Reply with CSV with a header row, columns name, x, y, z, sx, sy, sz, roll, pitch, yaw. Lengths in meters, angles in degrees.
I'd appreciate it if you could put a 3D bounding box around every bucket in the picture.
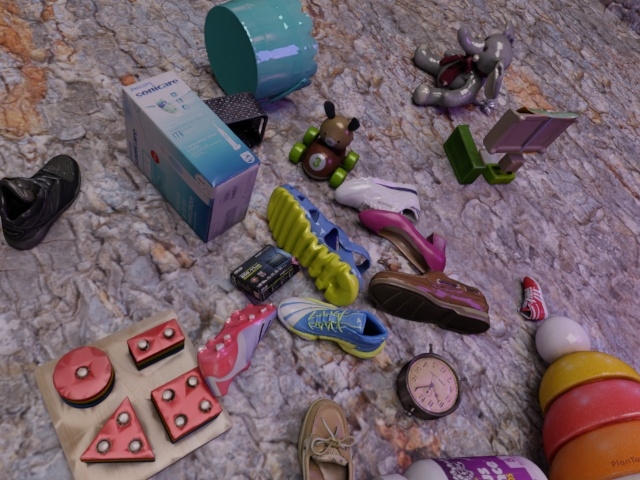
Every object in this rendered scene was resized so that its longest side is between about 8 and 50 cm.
name,x,y,z,sx,sy,sz,roll,pitch,yaw
bucket,-0.161,-0.498,1.224,0.183,0.281,0.281,-30,73,-30

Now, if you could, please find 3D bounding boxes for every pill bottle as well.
name,x,y,z,sx,sy,sz,roll,pitch,yaw
pill bottle,0.244,0.474,0.826,0.301,0.169,0.169,5,59,-17

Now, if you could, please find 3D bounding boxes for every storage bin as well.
name,x,y,z,sx,sy,sz,roll,pitch,yaw
storage bin,-0.232,-0.279,1.150,0.180,0.122,0.084,-22,69,-28

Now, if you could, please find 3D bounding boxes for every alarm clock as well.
name,x,y,z,sx,sy,sz,roll,pitch,yaw
alarm clock,0.214,0.317,0.975,0.129,0.064,0.192,45,54,10

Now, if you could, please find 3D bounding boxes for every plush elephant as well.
name,x,y,z,sx,sy,sz,roll,pitch,yaw
plush elephant,0.476,-0.552,1.474,0.330,0.255,0.272,21,56,-6

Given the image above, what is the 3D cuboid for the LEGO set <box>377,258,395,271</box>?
name,x,y,z,sx,sy,sz,roll,pitch,yaw
LEGO set,0.163,0.081,1.130,0.054,0.023,0.083,11,44,-15

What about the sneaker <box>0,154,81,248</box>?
name,x,y,z,sx,sy,sz,roll,pitch,yaw
sneaker,-0.553,-0.105,0.934,0.087,0.130,0.227,22,53,-7

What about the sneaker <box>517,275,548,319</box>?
name,x,y,z,sx,sy,sz,roll,pitch,yaw
sneaker,0.531,0.147,1.199,0.067,0.042,0.118,-1,62,-23

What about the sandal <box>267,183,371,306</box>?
name,x,y,z,sx,sy,sz,roll,pitch,yaw
sandal,0.000,0.000,1.073,0.138,0.126,0.317,-26,74,-44

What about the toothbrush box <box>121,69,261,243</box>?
name,x,y,z,sx,sy,sz,roll,pitch,yaw
toothbrush box,-0.284,-0.178,1.014,0.126,0.216,0.295,-35,76,-32

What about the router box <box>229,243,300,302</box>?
name,x,y,z,sx,sy,sz,roll,pitch,yaw
router box,-0.117,0.067,1.007,0.092,0.038,0.122,24,48,35

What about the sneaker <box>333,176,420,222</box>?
name,x,y,z,sx,sy,sz,roll,pitch,yaw
sneaker,0.148,-0.098,1.196,0.235,0.090,0.095,2,69,-16

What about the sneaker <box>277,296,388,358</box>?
name,x,y,z,sx,sy,sz,roll,pitch,yaw
sneaker,0.033,0.161,0.970,0.240,0.126,0.091,21,55,-6

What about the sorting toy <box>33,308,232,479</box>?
name,x,y,z,sx,sy,sz,roll,pitch,yaw
sorting toy,-0.319,0.267,0.809,0.255,0.089,0.257,-24,70,-29

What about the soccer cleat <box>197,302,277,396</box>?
name,x,y,z,sx,sy,sz,roll,pitch,yaw
soccer cleat,-0.150,0.193,0.890,0.083,0.095,0.248,-5,13,18

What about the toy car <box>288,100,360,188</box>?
name,x,y,z,sx,sy,sz,roll,pitch,yaw
toy car,0.030,-0.256,1.184,0.155,0.188,0.149,32,55,2

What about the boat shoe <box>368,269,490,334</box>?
name,x,y,z,sx,sy,sz,roll,pitch,yaw
boat shoe,0.248,0.125,1.086,0.307,0.111,0.104,22,51,-17

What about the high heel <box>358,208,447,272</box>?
name,x,y,z,sx,sy,sz,roll,pitch,yaw
high heel,0.197,0.010,1.156,0.244,0.082,0.117,24,61,-11

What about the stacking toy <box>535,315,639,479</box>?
name,x,y,z,sx,sy,sz,roll,pitch,yaw
stacking toy,0.585,0.351,0.976,0.350,0.351,0.480,13,41,-11

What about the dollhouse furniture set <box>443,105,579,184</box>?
name,x,y,z,sx,sy,sz,roll,pitch,yaw
dollhouse furniture set,0.516,-0.300,1.306,0.197,0.301,0.151,-4,64,-18

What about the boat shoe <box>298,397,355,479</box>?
name,x,y,z,sx,sy,sz,roll,pitch,yaw
boat shoe,0.017,0.421,0.829,0.104,0.089,0.285,8,58,-14
